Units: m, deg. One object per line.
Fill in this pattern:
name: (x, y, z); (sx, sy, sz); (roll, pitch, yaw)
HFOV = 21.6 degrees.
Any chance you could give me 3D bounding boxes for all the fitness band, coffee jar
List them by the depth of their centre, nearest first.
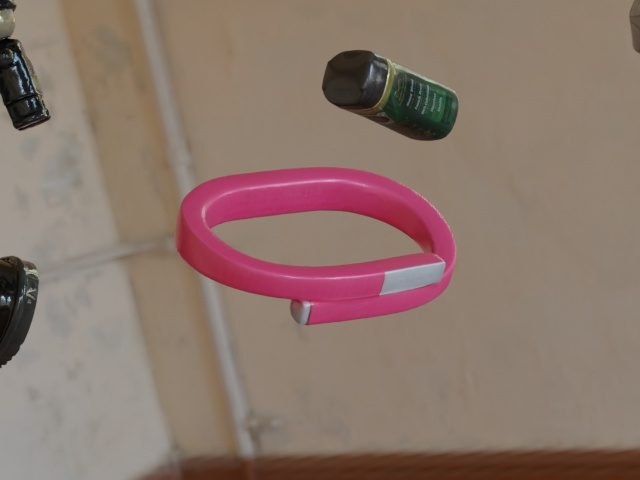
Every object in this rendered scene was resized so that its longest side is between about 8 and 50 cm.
fitness band: (0.000, 0.000, 1.624); (0.291, 0.054, 0.209); (-6, 33, -33)
coffee jar: (0.092, -0.193, 2.227); (0.096, 0.079, 0.184); (5, -10, 46)

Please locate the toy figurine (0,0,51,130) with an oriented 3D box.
toy figurine: (-0.405, -0.151, 1.701); (0.209, 0.148, 0.213); (-21, 0, -43)

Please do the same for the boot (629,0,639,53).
boot: (0.454, -0.310, 2.167); (0.095, 0.258, 0.123); (-40, 59, -24)

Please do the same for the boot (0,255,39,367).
boot: (-0.513, 0.077, 1.936); (0.260, 0.131, 0.348); (19, -25, -40)
